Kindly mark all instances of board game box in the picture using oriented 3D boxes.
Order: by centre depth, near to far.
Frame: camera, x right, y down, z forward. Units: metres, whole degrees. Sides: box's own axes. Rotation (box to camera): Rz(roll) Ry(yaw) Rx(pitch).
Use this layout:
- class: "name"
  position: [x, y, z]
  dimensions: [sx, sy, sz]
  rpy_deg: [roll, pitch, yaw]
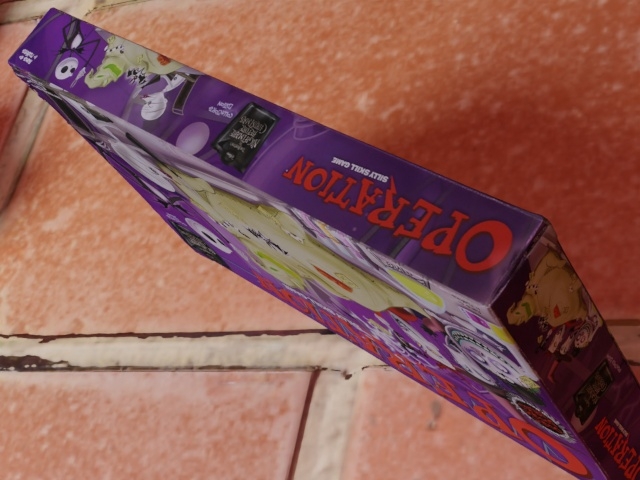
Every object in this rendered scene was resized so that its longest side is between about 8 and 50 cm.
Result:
- class: "board game box"
  position: [0.000, 0.000, 0.614]
  dimensions: [0.347, 0.208, 0.056]
  rpy_deg: [27, 79, 41]
